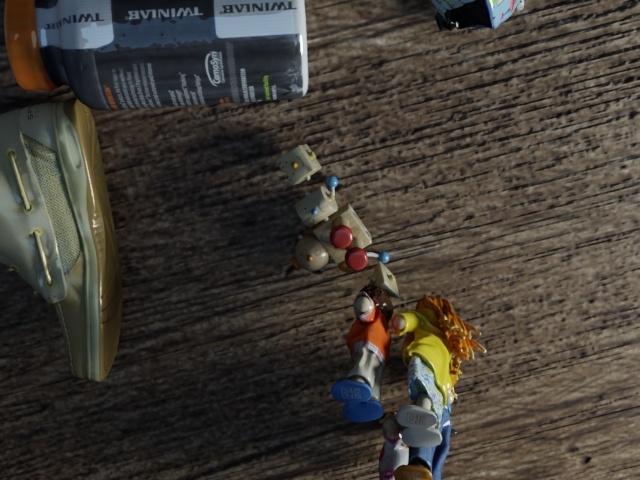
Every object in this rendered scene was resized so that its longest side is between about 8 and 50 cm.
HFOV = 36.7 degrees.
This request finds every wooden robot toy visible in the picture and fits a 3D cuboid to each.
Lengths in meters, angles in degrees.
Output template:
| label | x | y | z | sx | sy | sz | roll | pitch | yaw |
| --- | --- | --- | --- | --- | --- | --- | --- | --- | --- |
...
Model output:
| label | x | y | z | sx | sy | sz | roll | pitch | yaw |
| --- | --- | --- | --- | --- | --- | --- | --- | --- | --- |
| wooden robot toy | 0.000 | 0.000 | 0.911 | 0.079 | 0.076 | 0.173 | -31 | 105 | 17 |

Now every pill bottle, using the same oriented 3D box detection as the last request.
| label | x | y | z | sx | sy | sz | roll | pitch | yaw |
| --- | --- | --- | --- | --- | --- | --- | --- | --- | --- |
| pill bottle | -0.136 | -0.178 | 0.820 | 0.246 | 0.130 | 0.130 | -4 | 106 | -2 |

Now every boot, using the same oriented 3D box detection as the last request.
| label | x | y | z | sx | sy | sz | roll | pitch | yaw |
| --- | --- | --- | --- | --- | --- | --- | --- | --- | --- |
| boot | -0.295 | 0.010 | 0.882 | 0.203 | 0.095 | 0.262 | -6 | 104 | -2 |

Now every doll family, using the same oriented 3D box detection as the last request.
| label | x | y | z | sx | sy | sz | roll | pitch | yaw |
| --- | --- | --- | --- | --- | --- | --- | --- | --- | --- |
| doll family | 0.096 | 0.149 | 0.897 | 0.118 | 0.163 | 0.263 | -2 | 127 | 14 |

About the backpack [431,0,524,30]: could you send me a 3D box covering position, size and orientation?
| label | x | y | z | sx | sy | sz | roll | pitch | yaw |
| --- | --- | --- | --- | --- | --- | --- | --- | --- | --- |
| backpack | 0.125 | -0.254 | 0.789 | 0.117 | 0.173 | 0.158 | -32 | 104 | 6 |
